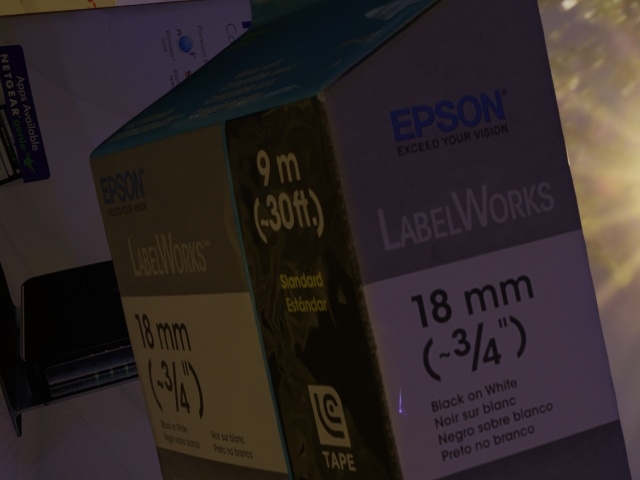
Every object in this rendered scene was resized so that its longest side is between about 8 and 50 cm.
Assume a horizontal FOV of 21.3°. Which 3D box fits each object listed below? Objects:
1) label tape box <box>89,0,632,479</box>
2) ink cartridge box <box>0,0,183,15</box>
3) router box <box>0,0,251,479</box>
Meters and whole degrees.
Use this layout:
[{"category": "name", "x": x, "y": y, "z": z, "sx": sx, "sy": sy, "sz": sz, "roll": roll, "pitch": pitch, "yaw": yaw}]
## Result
[{"category": "label tape box", "x": 0.000, "y": 0.000, "z": 0.695, "sx": 0.241, "sy": 0.106, "sz": 0.333, "roll": -6, "pitch": -84, "yaw": 63}, {"category": "ink cartridge box", "x": -0.214, "y": -0.266, "z": 1.379, "sx": 0.283, "sy": 0.117, "sz": 0.207, "roll": 7, "pitch": -64, "yaw": 50}, {"category": "router box", "x": -0.120, "y": 0.047, "z": 0.901, "sx": 0.082, "sy": 0.301, "sz": 0.335, "roll": -14, "pitch": -90, "yaw": 46}]
